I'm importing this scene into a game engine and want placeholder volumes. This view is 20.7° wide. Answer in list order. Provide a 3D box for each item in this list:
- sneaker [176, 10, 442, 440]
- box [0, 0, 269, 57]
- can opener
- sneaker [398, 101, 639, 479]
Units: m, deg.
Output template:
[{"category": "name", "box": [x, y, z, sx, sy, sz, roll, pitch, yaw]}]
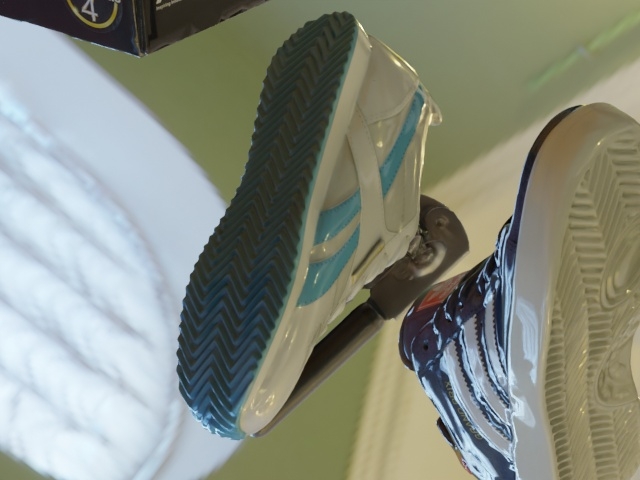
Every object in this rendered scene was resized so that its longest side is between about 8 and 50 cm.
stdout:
[{"category": "sneaker", "box": [0.000, 0.000, 0.906, 0.087, 0.092, 0.229, 2, -115, 50]}, {"category": "box", "box": [-0.125, -0.278, 1.422, 0.318, 0.097, 0.395, 19, -146, 35]}, {"category": "can opener", "box": [0.024, 0.070, 1.648, 0.283, 0.076, 0.095, -43, 174, -3]}, {"category": "sneaker", "box": [0.115, 0.042, 1.059, 0.148, 0.350, 0.131, 35, -124, 31]}]
